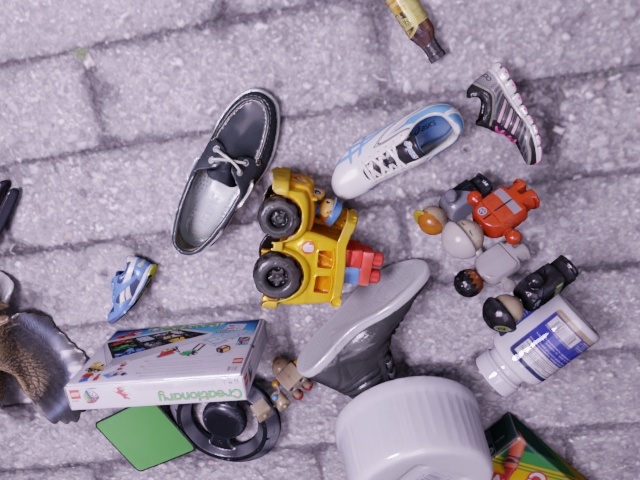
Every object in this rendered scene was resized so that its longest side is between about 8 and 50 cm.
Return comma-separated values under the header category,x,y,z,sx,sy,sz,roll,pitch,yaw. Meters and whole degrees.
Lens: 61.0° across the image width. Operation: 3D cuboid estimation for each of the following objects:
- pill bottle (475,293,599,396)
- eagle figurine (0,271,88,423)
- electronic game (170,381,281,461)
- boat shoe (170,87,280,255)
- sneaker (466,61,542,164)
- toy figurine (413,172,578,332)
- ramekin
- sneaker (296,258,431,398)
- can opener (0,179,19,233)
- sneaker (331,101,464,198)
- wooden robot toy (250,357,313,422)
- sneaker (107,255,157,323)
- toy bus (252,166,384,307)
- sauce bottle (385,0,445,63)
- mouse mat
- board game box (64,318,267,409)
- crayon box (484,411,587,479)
category,x,y,z,sx,sy,sz,roll,pitch,yaw
pill bottle,0.368,0.182,0.941,0.112,0.112,0.187,43,108,-10
eagle figurine,-0.607,0.229,1.034,0.226,0.225,0.298,29,153,36
electronic game,-0.191,0.354,1.087,0.229,0.048,0.229,5,116,10
boat shoe,-0.157,-0.105,0.899,0.114,0.091,0.302,24,110,-4
sneaker,0.283,-0.185,0.847,0.075,0.063,0.170,-29,99,14
toy figurine,0.256,0.014,0.839,0.148,0.209,0.213,-35,107,-1
ramekin,0.169,0.382,0.971,0.277,0.135,0.277,-4,129,-5
sneaker,0.108,0.165,0.975,0.296,0.104,0.147,-44,117,8
can opener,-0.604,-0.026,0.988,0.059,0.073,0.186,41,99,-1
sneaker,0.116,-0.140,0.866,0.237,0.086,0.085,-31,105,16
wooden robot toy,-0.068,0.263,1.038,0.173,0.079,0.076,-42,143,-12
sneaker,-0.362,0.090,1.009,0.059,0.053,0.144,33,100,-7
toy bus,0.000,0.000,0.895,0.211,0.149,0.220,5,108,-1
sauce bottle,0.144,-0.327,0.819,0.042,0.042,0.128,-34,101,15
mouse mat,-0.365,0.405,1.125,0.190,0.007,0.152,-29,105,27
board game box,-0.261,0.216,0.968,0.305,0.193,0.053,-5,108,8
crayon box,0.415,0.512,1.069,0.318,0.081,0.202,40,108,-9
